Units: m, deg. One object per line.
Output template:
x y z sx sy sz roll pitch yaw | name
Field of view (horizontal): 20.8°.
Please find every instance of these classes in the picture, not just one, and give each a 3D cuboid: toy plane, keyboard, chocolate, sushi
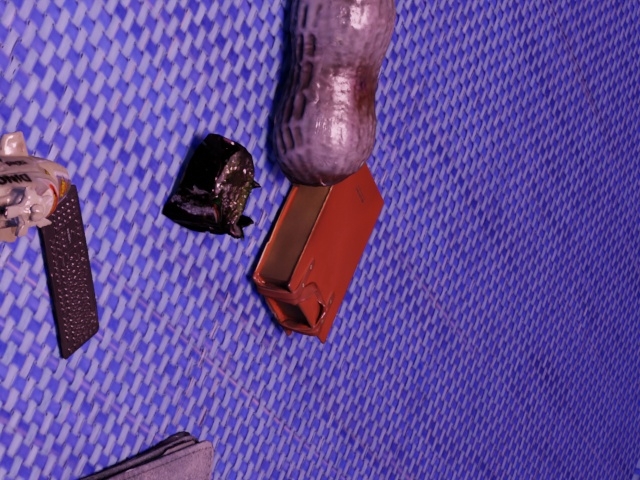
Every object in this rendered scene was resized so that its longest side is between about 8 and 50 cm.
-0.284 -0.024 1.245 0.286 0.108 0.092 -9 113 -48 | toy plane
-0.215 0.028 1.491 0.053 0.010 0.155 -44 140 -44 | keyboard
0.015 -0.170 1.728 0.110 0.110 0.248 -13 112 -60 | chocolate
-0.096 -0.049 1.636 0.085 0.056 0.083 34 65 -61 | sushi

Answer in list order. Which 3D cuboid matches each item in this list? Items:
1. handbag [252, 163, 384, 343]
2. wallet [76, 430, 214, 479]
0.000 0.000 1.836 0.190 0.063 0.127 -65 152 -25 | handbag
-0.178 0.282 1.658 0.222 0.036 0.167 -14 115 -60 | wallet
